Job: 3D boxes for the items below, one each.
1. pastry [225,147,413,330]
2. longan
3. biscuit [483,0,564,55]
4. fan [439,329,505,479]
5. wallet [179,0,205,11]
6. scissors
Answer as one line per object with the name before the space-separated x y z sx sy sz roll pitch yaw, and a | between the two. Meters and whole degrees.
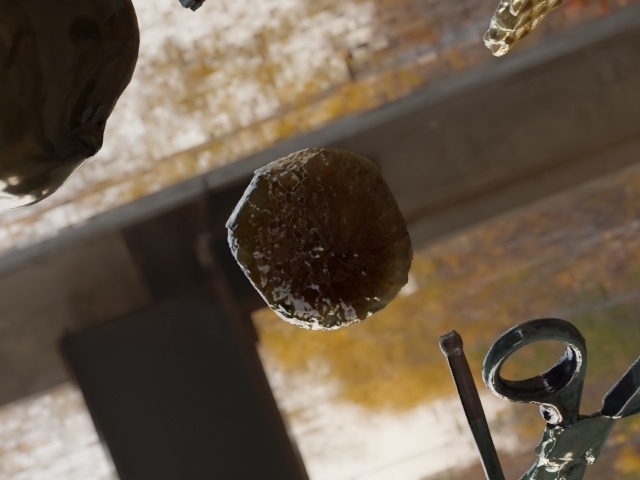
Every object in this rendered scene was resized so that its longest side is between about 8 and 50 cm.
pastry | 0.000 0.000 2.028 0.093 0.182 0.192 -116 0 -79
longan | -0.329 -0.180 1.887 0.319 0.319 0.319 -21 -90 -85
biscuit | 0.251 -0.310 1.886 0.040 0.204 0.309 43 163 15
fan | 0.165 0.219 1.806 0.057 0.023 0.282 -50 -58 -73
wallet | -0.097 -0.260 1.486 0.020 0.103 0.196 41 -169 -42
scissors | 0.226 0.178 1.671 0.383 0.256 0.029 105 151 -48
